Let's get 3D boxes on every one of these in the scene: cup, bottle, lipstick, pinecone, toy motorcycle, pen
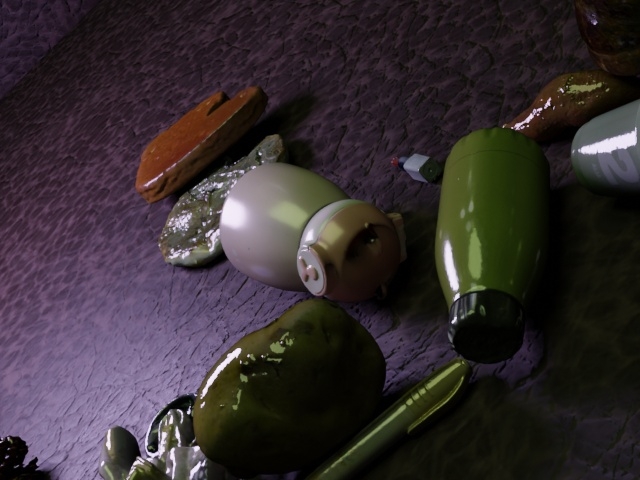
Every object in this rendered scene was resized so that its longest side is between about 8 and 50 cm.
[{"bbox_3d":[0.309,-0.090,1.071,0.120,0.120,0.141,-54,20,-18],"label":"cup"},{"bbox_3d":[0.000,0.000,1.321,0.147,0.147,0.236,-51,37,-14],"label":"bottle"},{"bbox_3d":[0.112,-0.093,1.416,0.025,0.025,0.107,-48,23,-8],"label":"lipstick"},{"bbox_3d":[-0.412,0.299,1.509,0.077,0.083,0.077,-33,-14,-9],"label":"pinecone"},{"bbox_3d":[0.168,0.004,1.118,0.112,0.112,0.260,-25,34,31],"label":"bottle"},{"bbox_3d":[-0.180,0.310,1.162,0.222,0.108,0.341,-29,37,17],"label":"toy motorcycle"},{"bbox_3d":[0.055,0.194,1.096,0.233,0.032,0.040,-42,51,7],"label":"pen"}]

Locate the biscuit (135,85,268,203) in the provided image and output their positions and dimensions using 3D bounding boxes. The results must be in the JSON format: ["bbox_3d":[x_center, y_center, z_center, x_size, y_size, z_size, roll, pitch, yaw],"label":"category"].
[{"bbox_3d":[-0.190,-0.170,1.869,0.262,0.052,0.277,-39,20,8],"label":"biscuit"}]

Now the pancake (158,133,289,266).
[{"bbox_3d":[-0.143,-0.056,1.687,0.253,0.037,0.254,-33,30,22],"label":"pancake"}]

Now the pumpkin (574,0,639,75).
[{"bbox_3d":[0.408,-0.291,1.154,0.317,0.139,0.222,-17,31,35],"label":"pumpkin"}]

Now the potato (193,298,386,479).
[{"bbox_3d":[-0.032,0.150,1.134,0.200,0.154,0.137,-43,22,9],"label":"potato"}]

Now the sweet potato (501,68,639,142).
[{"bbox_3d":[0.261,-0.147,1.255,0.226,0.068,0.068,-17,38,41],"label":"sweet potato"}]
